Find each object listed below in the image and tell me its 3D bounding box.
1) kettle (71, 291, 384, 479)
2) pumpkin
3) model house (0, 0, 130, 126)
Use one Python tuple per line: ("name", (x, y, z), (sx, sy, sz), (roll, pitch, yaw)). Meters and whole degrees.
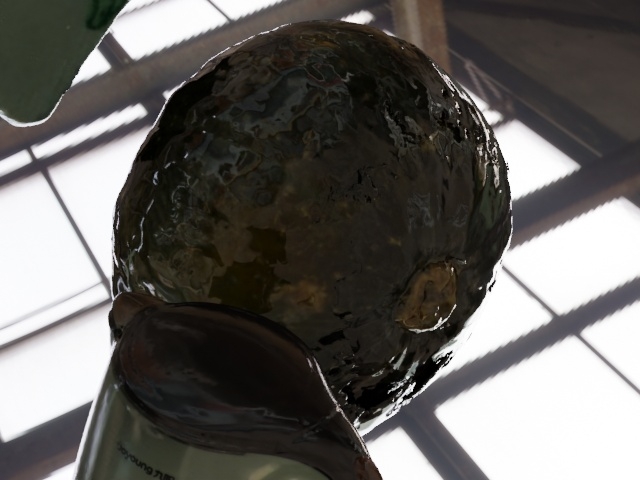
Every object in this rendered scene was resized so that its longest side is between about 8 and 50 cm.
("kettle", (-0.069, 0.188, 0.798), (0.165, 0.240, 0.255), (-31, -35, -54))
("pumpkin", (0.000, 0.000, 1.193), (0.454, 0.344, 0.454), (-30, -49, -42))
("model house", (-0.383, -0.325, 1.326), (0.267, 0.325, 0.194), (-53, -43, 2))
